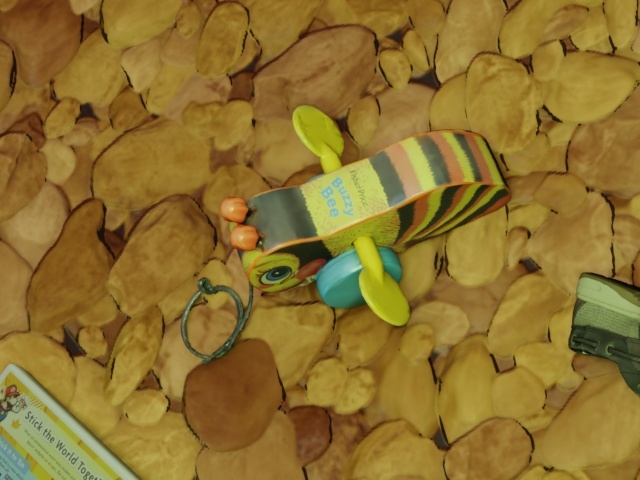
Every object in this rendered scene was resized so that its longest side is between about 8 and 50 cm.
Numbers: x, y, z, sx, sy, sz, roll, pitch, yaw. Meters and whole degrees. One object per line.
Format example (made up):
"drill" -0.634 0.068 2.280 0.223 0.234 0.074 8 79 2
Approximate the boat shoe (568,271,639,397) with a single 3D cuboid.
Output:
"boat shoe" 0.251 0.083 1.349 0.223 0.080 0.073 31 107 62

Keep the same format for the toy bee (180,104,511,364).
"toy bee" 0.000 0.000 1.477 0.298 0.162 0.195 -47 62 3

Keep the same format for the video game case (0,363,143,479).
"video game case" -0.257 0.240 1.562 0.227 0.026 0.206 35 89 42
